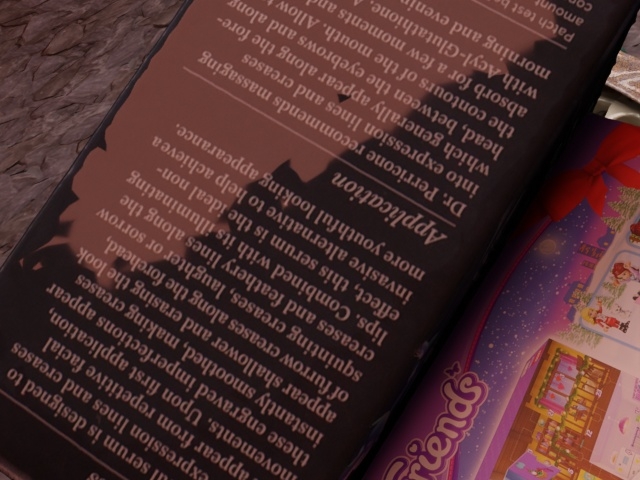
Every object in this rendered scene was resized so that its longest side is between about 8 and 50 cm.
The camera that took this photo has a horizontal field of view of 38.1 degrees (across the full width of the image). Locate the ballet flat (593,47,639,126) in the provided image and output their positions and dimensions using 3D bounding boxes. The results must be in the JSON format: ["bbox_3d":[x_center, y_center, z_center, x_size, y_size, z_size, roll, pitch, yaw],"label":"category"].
[{"bbox_3d":[0.276,-0.128,0.877,0.106,0.107,0.316,-47,42,-3],"label":"ballet flat"}]

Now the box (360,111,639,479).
[{"bbox_3d":[0.152,0.089,0.441,0.201,0.057,0.293,24,74,37],"label":"box"}]

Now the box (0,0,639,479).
[{"bbox_3d":[0.000,0.000,0.598,0.212,0.293,0.395,32,84,13],"label":"box"}]
